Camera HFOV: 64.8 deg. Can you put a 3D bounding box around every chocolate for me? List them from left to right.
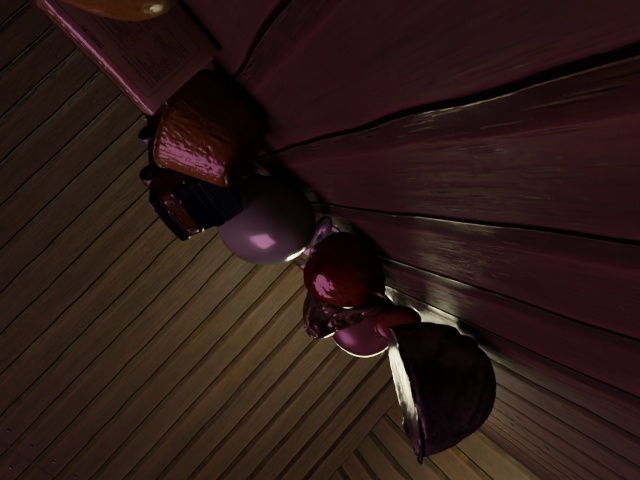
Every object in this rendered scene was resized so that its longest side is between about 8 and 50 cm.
[{"bbox_3d":[0.281,0.319,1.137,0.303,0.212,0.304,168,90,-90],"label":"chocolate"}]

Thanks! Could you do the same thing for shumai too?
[{"bbox_3d":[0.068,0.143,1.295,0.185,0.218,0.184,4,136,41],"label":"shumai"}]

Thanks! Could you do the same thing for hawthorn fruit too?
[{"bbox_3d":[0.067,0.076,1.168,0.200,0.179,0.179,28,170,6],"label":"hawthorn fruit"}]

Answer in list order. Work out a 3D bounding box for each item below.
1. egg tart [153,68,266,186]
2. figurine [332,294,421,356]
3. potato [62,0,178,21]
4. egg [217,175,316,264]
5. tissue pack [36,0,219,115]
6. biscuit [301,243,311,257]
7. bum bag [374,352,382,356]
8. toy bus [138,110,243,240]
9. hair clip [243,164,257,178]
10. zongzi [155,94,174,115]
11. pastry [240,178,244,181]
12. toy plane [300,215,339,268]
[{"bbox_3d":[-0.213,-0.204,0.978,0.170,0.215,0.215,32,172,3],"label":"egg tart"},{"bbox_3d":[0.126,0.233,1.492,0.269,0.211,0.261,42,171,11],"label":"figurine"},{"bbox_3d":[-0.229,-0.327,0.570,0.158,0.178,0.203,30,154,-29],"label":"potato"},{"bbox_3d":[-0.139,-0.051,1.284,0.230,0.230,0.370,46,166,-22],"label":"egg"},{"bbox_3d":[-0.305,-0.342,0.807,0.234,0.159,0.125,47,172,-26],"label":"tissue pack"},{"bbox_3d":[-0.019,0.035,1.528,0.225,0.036,0.166,23,162,-2],"label":"biscuit"},{"bbox_3d":[0.194,0.299,1.658,0.106,0.232,0.060,34,125,19],"label":"bum bag"},{"bbox_3d":[-0.306,-0.179,1.198,0.162,0.194,0.324,64,-175,-50],"label":"toy bus"},{"bbox_3d":[-0.272,-0.238,1.463,0.138,0.091,0.321,22,179,-26],"label":"hair clip"},{"bbox_3d":[-0.412,-0.383,1.353,0.228,0.115,0.256,44,168,33],"label":"zongzi"},{"bbox_3d":[-0.216,-0.152,1.651,0.156,0.092,0.156,45,175,5],"label":"pastry"},{"bbox_3d":[0.000,0.000,1.311,0.065,0.162,0.171,31,135,-1],"label":"toy plane"}]
